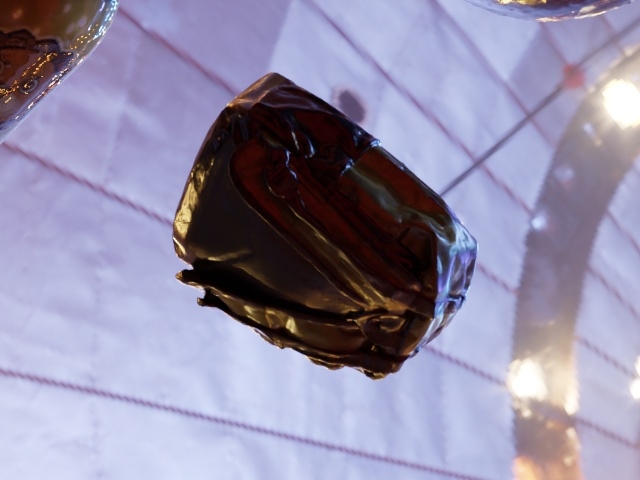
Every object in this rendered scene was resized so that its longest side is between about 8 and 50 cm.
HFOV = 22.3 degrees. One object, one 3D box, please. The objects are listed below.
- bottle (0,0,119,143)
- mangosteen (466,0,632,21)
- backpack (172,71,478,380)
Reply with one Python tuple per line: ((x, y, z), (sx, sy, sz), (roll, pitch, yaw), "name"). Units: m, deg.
((-0.269, -0.214, 1.421), (0.171, 0.351, 0.171), (41, -158, -20), "bottle")
((0.180, -0.299, 1.224), (0.288, 0.288, 0.288), (15, -121, -27), "mangosteen")
((0.000, 0.000, 1.332), (0.253, 0.207, 0.140), (35, -138, 11), "backpack")
